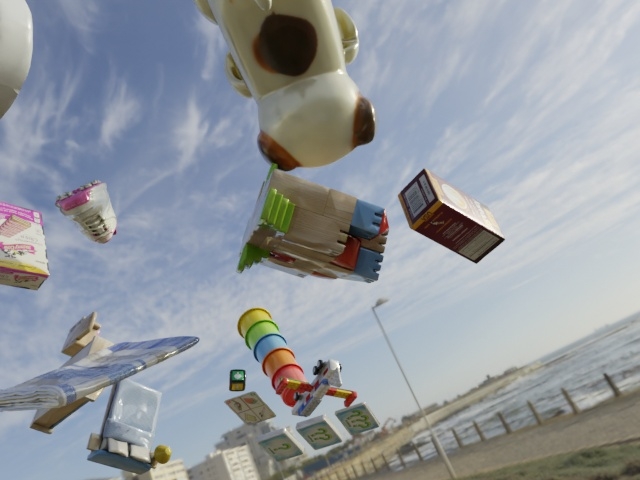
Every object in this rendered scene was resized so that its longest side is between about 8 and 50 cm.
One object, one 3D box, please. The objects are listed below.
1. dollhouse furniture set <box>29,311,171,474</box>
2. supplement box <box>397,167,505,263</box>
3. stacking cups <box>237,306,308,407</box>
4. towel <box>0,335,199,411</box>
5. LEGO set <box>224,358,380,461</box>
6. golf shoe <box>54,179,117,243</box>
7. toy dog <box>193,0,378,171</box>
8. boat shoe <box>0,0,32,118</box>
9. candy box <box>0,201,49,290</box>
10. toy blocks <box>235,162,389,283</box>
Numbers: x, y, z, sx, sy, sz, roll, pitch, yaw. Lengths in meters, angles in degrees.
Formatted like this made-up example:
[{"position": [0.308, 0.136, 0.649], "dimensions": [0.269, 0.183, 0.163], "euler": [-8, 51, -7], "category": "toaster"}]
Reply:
[{"position": [-0.439, 0.340, 1.176], "dimensions": [0.198, 0.286, 0.303], "euler": [-35, -55, 28], "category": "dollhouse furniture set"}, {"position": [0.253, -0.045, 0.980], "dimensions": [0.188, 0.104, 0.081], "euler": [25, -55, -28], "category": "supplement box"}, {"position": [-0.109, 0.258, 1.164], "dimensions": [0.096, 0.316, 0.096], "euler": [-7, -70, -22], "category": "stacking cups"}, {"position": [-0.374, 0.215, 0.857], "dimensions": [0.209, 0.034, 0.285], "euler": [-13, 2, 30], "category": "towel"}, {"position": [-0.030, 0.250, 0.721], "dimensions": [0.183, 0.060, 0.244], "euler": [-21, -51, 9], "category": "LEGO set"}, {"position": [-0.531, -0.061, 1.195], "dimensions": [0.115, 0.140, 0.306], "euler": [-27, 9, -13], "category": "golf shoe"}, {"position": [-0.038, -0.332, 0.901], "dimensions": [0.285, 0.395, 0.407], "euler": [-23, -65, -6], "category": "toy dog"}, {"position": [-0.336, -0.133, 0.350], "dimensions": [0.306, 0.113, 0.105], "euler": [8, 3, 24], "category": "boat shoe"}, {"position": [-0.800, 0.007, 1.302], "dimensions": [0.071, 0.233, 0.159], "euler": [-43, -36, 21], "category": "candy box"}, {"position": [0.000, 0.000, 0.936], "dimensions": [0.261, 0.190, 0.381], "euler": [18, -16, -10], "category": "toy blocks"}]
